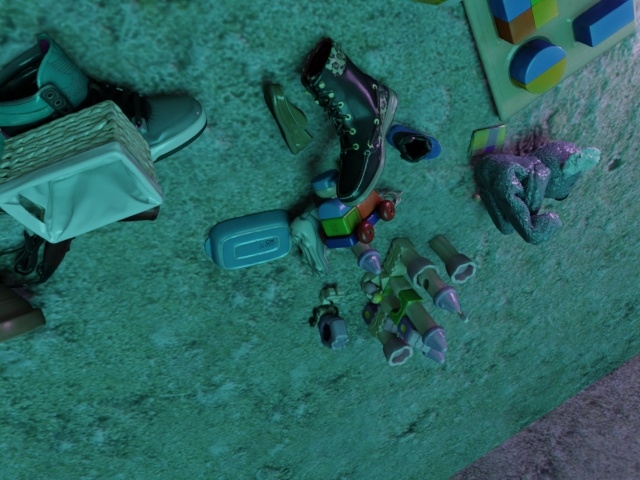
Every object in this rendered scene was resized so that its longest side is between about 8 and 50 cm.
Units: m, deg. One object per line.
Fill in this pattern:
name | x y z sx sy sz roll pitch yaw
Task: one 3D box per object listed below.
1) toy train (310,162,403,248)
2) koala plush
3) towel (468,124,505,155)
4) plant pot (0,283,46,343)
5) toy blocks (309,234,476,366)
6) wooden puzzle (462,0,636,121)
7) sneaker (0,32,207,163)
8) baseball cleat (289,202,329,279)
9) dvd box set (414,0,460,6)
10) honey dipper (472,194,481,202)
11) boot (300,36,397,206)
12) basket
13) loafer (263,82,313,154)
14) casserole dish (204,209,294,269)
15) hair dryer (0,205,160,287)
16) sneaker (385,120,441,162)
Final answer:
toy train | 0.078 -0.100 1.059 0.248 0.105 0.143 -44 119 -43
koala plush | 0.467 -0.136 1.172 0.221 0.196 0.203 -33 104 0
towel | 0.353 -0.213 1.164 0.083 0.009 0.060 -16 133 -17
plant pot | -0.563 0.121 0.844 0.237 0.237 0.109 -17 94 -15
toy blocks | 0.191 0.171 1.229 0.309 0.260 0.288 -1 128 -28
wooden puzzle | 0.436 -0.412 0.988 0.322 0.080 0.348 -35 136 2
sneaker | -0.313 -0.193 0.746 0.296 0.123 0.178 -18 143 -13
baseball cleat | 0.000 0.000 1.112 0.109 0.072 0.206 -52 156 -17
dvd box set | 0.089 -0.390 0.674 0.421 0.308 0.062 -3 95 -28
honey dipper | 0.427 -0.112 1.282 0.161 0.030 0.030 -10 132 -16
boot | 0.032 -0.192 0.895 0.179 0.085 0.236 32 66 -39
basket | -0.301 -0.087 0.694 0.167 0.103 0.113 -19 147 5
loafer | -0.052 -0.209 0.918 0.050 0.056 0.148 -29 146 -4
casserole dish | -0.129 0.004 1.070 0.188 0.037 0.114 -14 133 -19
hair dryer | -0.408 -0.034 0.878 0.294 0.080 0.223 -14 149 -10
sneaker | 0.192 -0.176 1.055 0.152 0.084 0.058 19 117 -39
